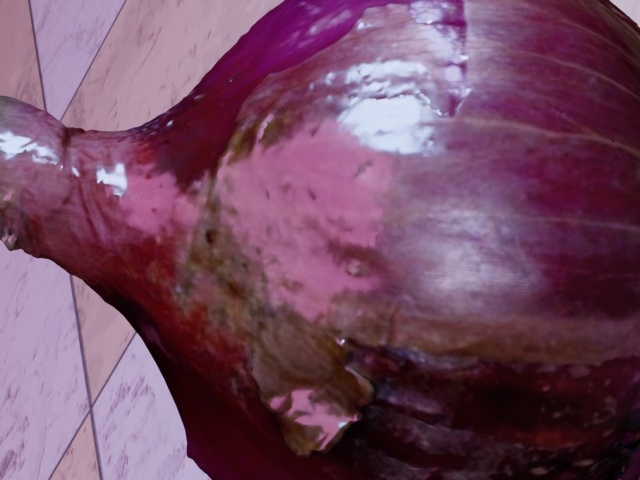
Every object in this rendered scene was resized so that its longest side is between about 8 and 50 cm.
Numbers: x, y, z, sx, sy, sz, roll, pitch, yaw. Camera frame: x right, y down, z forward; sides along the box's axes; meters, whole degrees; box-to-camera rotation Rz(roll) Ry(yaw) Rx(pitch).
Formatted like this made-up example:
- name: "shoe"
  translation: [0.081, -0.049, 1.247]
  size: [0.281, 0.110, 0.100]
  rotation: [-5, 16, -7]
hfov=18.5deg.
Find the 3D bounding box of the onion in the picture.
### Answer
- name: "onion"
  translation: [0.000, 0.000, 1.017]
  size: [0.348, 0.385, 0.347]
  rotation: [-167, 90, -80]
